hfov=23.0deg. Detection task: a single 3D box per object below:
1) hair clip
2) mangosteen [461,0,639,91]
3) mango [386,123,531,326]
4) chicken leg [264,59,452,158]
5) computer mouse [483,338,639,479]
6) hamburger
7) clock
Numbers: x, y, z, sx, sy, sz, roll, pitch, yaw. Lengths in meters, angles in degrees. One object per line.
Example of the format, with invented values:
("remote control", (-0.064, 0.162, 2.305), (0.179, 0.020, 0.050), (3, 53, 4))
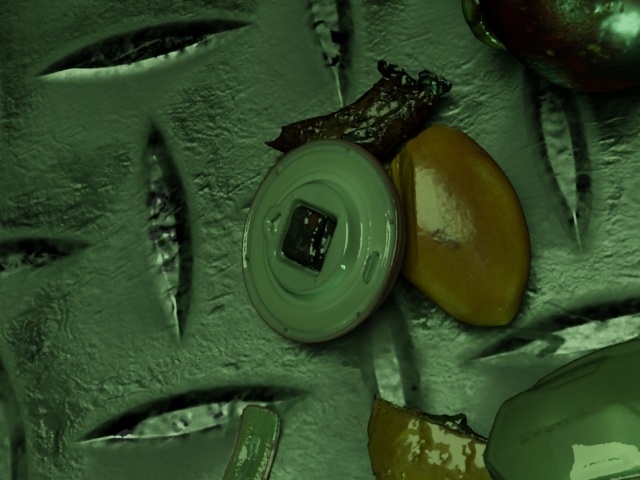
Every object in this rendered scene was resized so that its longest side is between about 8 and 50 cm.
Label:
("hair clip", (-0.086, 0.263, 1.861), (0.054, 0.022, 0.137), (12, 76, 18))
("mangosteen", (0.306, -0.316, 1.818), (0.311, 0.311, 0.311), (-4, 72, 12))
("mango", (0.161, -0.015, 1.835), (0.154, 0.126, 0.252), (-20, 77, -16))
("chicken leg", (0.052, -0.146, 1.936), (0.234, 0.063, 0.105), (-33, 64, 3))
("computer mouse", (0.383, 0.205, 1.637), (0.429, 0.145, 0.228), (-1, 49, -13))
("hamburger", (0.163, 0.266, 1.746), (0.262, 0.124, 0.131), (24, 80, 20))
("clock", (-0.001, 0.000, 1.853), (0.244, 0.056, 0.244), (-10, 75, 42))
